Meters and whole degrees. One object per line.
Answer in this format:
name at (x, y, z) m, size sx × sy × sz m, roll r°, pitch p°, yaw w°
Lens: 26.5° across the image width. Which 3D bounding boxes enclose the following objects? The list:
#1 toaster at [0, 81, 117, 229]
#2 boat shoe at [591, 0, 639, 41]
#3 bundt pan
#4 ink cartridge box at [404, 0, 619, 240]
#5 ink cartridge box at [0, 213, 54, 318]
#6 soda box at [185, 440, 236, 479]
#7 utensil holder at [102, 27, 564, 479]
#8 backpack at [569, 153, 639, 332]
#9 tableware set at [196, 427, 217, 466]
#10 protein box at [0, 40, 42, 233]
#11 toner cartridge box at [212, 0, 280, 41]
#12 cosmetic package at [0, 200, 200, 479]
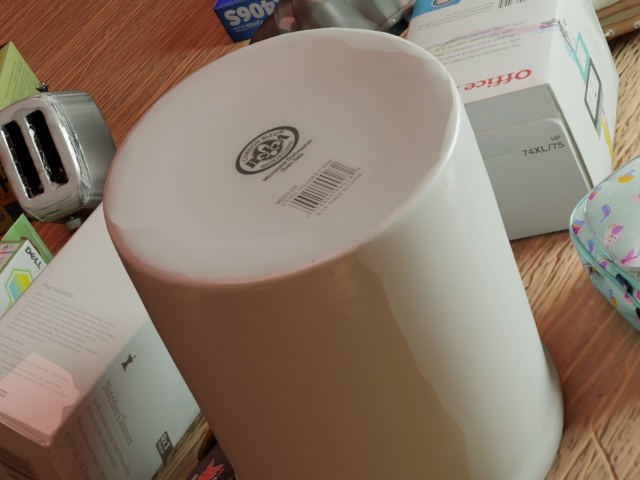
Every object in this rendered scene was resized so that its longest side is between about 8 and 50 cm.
toaster at (-0.373, -0.126, 1.928) m, size 0.129 × 0.227 × 0.146 m, roll -20°, pitch 0°, yaw 14°
boat shoe at (0.314, -0.277, 1.703) m, size 0.324 × 0.116 × 0.123 m, roll -20°, pitch 41°, yaw 22°
bundt pan at (0.033, -0.297, 1.792) m, size 0.331 × 0.124 × 0.331 m, roll -41°, pitch 2°, yaw 2°
ink cartridge box at (0.211, -0.158, 1.547) m, size 0.198 × 0.197 × 0.270 m, roll -12°, pitch 37°, yaw 26°
ink cartridge box at (-0.406, 0.071, 1.816) m, size 0.062 × 0.109 × 0.209 m, roll -3°, pitch 42°, yaw 35°
soda box at (-0.076, 0.227, 1.400) m, size 0.060 × 0.053 × 0.169 m, roll 9°, pitch 51°, yaw 45°
utensil holder at (0.019, 0.053, 1.204) m, size 0.328 × 0.385 × 0.327 m, roll -13°, pitch 42°, yaw 12°
backpack at (0.330, -0.004, 1.306) m, size 0.166 × 0.144 × 0.188 m, roll -38°, pitch 30°, yaw 0°
tableware set at (-0.107, 0.178, 1.416) m, size 0.024 × 0.154 × 0.104 m, roll 25°, pitch 59°, yaw 15°
protein box at (-0.491, -0.158, 2.099) m, size 0.136 × 0.201 × 0.199 m, roll -23°, pitch 34°, yaw 12°
toner cartridge box at (0.010, -0.430, 2.178) m, size 0.348 × 0.075 × 0.165 m, roll -10°, pitch 39°, yaw 29°
cosmetic package at (-0.209, 0.104, 1.494) m, size 0.156 × 0.217 × 0.385 m, roll 22°, pitch 58°, yaw 26°
